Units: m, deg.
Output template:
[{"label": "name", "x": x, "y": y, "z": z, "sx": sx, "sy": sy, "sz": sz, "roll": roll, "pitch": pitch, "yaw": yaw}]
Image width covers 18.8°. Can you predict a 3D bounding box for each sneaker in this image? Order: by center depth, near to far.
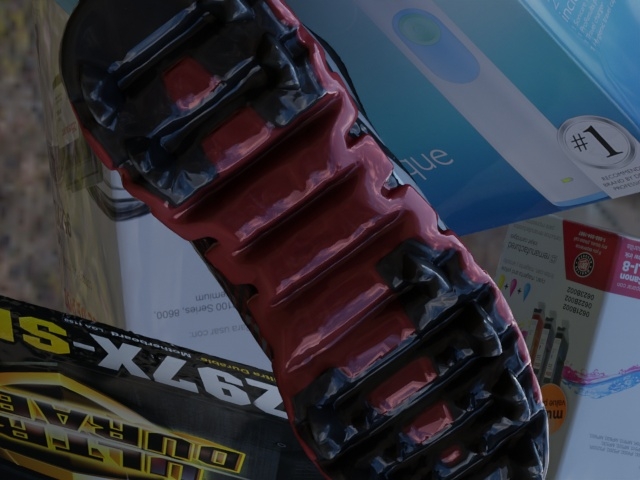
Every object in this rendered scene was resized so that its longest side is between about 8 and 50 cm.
[{"label": "sneaker", "x": 0.000, "y": 0.000, "z": 0.767, "sx": 0.276, "sy": 0.097, "sz": 0.135, "roll": 55, "pitch": 6, "yaw": -15}]

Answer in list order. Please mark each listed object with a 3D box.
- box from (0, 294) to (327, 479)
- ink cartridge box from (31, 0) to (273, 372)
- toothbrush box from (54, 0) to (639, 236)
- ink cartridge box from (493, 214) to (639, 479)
[{"label": "box", "x": -0.124, "y": 0.105, "z": 0.851, "sx": 0.257, "sy": 0.322, "sz": 0.079, "roll": -123, "pitch": -128, "yaw": -70}, {"label": "ink cartridge box", "x": -0.122, "y": -0.095, "z": 1.552, "sx": 0.285, "sy": 0.166, "sz": 0.395, "roll": -153, "pitch": -123, "yaw": -70}, {"label": "toothbrush box", "x": 0.009, "y": -0.139, "z": 0.849, "sx": 0.295, "sy": 0.216, "sz": 0.126, "roll": 44, "pitch": 53, "yaw": -28}, {"label": "ink cartridge box", "x": 0.193, "y": 0.081, "z": 1.340, "sx": 0.128, "sy": 0.127, "sz": 0.176, "roll": 19, "pitch": -84, "yaw": 58}]
